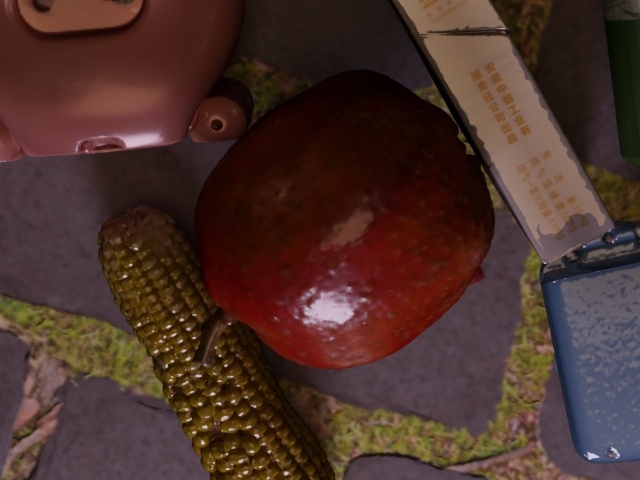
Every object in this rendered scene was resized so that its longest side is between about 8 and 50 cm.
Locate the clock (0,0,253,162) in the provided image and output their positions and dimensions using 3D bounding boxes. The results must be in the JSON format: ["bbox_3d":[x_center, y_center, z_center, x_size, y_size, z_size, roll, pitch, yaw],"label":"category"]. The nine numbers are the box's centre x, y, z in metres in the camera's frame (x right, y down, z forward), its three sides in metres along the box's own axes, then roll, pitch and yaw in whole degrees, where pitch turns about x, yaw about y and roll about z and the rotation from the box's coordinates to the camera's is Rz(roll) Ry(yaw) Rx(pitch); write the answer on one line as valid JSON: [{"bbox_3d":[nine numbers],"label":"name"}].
[{"bbox_3d":[-0.168,-0.183,1.410,0.227,0.142,0.241,-5,100,2],"label":"clock"}]

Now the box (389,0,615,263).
[{"bbox_3d":[0.128,-0.108,1.417,0.067,0.149,0.233,-31,102,3],"label":"box"}]

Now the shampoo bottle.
[{"bbox_3d":[0.256,-0.119,1.460,0.065,0.065,0.204,-8,103,3],"label":"shampoo bottle"}]

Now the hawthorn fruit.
[{"bbox_3d":[0.000,0.000,1.365,0.253,0.205,0.205,-38,100,-3],"label":"hawthorn fruit"}]

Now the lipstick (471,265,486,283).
[{"bbox_3d":[0.039,0.015,1.498,0.186,0.057,0.063,8,96,-7],"label":"lipstick"}]

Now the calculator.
[{"bbox_3d":[0.247,0.088,1.519,0.121,0.039,0.210,-13,104,5],"label":"calculator"}]

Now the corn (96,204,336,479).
[{"bbox_3d":[-0.079,0.117,1.504,0.097,0.097,0.320,-28,99,7],"label":"corn"}]
